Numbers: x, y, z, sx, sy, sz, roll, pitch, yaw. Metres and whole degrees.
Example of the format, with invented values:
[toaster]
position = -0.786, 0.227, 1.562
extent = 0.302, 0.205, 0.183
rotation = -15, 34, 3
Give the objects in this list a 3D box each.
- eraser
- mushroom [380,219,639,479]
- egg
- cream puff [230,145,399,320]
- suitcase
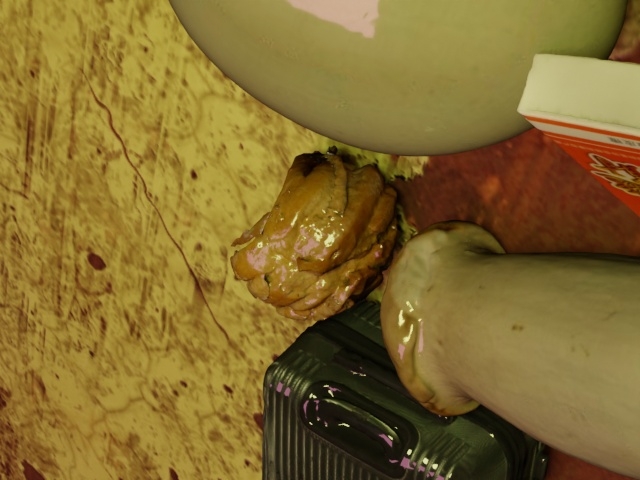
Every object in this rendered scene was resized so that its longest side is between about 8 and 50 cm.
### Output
[eraser]
position = 0.217, -0.026, 0.734
extent = 0.157, 0.038, 0.230
rotation = 14, 171, 38
[mushroom]
position = 0.211, 0.078, 0.858
extent = 0.407, 0.154, 0.138
rotation = 17, 112, 47
[egg]
position = 0.034, -0.160, 0.782
extent = 0.269, 0.219, 0.219
rotation = 29, 138, 10
[cream puff]
position = 0.000, 0.000, 1.033
extent = 0.104, 0.119, 0.133
rotation = 26, 166, 4
[suitcase]
position = 0.056, 0.206, 1.120
extent = 0.202, 0.128, 0.312
rotation = 27, 136, 29
